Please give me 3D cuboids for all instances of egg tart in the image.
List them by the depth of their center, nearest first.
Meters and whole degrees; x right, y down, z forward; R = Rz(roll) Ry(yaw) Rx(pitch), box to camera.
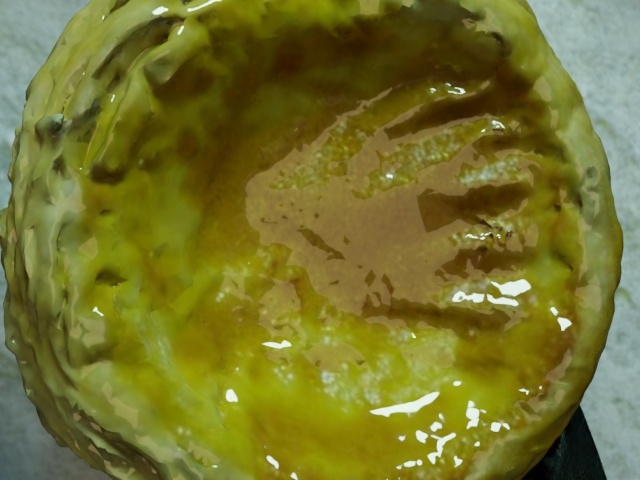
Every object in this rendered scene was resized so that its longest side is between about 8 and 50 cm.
[{"bbox_3d":[0.000,0.000,0.474,0.387,0.169,0.388,-1,96,-15],"label":"egg tart"}]

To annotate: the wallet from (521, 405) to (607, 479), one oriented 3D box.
[{"bbox_3d":[0.146,0.260,0.507,0.318,0.045,0.172,-45,116,-48],"label":"wallet"}]
